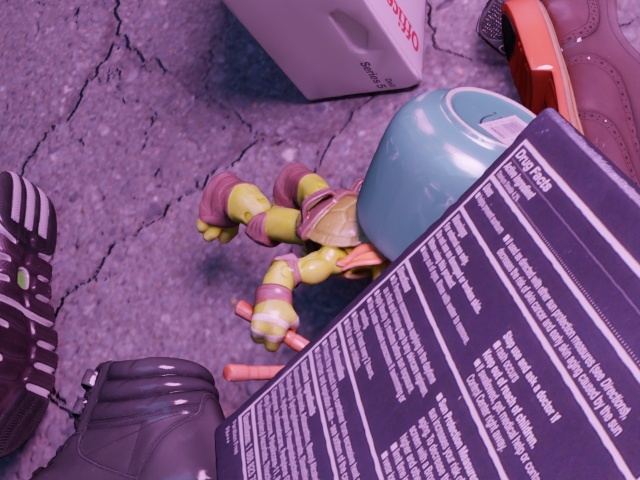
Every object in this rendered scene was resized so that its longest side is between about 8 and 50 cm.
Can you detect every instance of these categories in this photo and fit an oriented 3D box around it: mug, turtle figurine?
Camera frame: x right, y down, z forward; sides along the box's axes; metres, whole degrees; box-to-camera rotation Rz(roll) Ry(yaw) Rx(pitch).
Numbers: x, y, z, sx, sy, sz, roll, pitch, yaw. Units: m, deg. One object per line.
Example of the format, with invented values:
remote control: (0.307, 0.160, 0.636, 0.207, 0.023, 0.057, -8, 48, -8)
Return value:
mug: (0.099, -0.049, 0.704, 0.158, 0.129, 0.097, -91, 19, -53)
turtle figurine: (0.000, 0.000, 0.759, 0.269, 0.087, 0.217, -27, 32, -29)

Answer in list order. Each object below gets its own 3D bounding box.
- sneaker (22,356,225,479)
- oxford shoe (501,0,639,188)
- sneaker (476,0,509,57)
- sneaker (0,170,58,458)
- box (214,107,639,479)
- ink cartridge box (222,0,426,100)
sneaker: (-0.191, 0.186, 0.828, 0.295, 0.104, 0.147, -21, 54, 16)
oxford shoe: (0.212, -0.070, 0.738, 0.098, 0.097, 0.271, -15, 69, 1)
sneaker: (0.179, -0.232, 0.833, 0.072, 0.077, 0.178, 30, 84, 34)
sneaker: (-0.328, 0.081, 0.946, 0.162, 0.106, 0.281, -20, 50, 23)
box: (0.111, 0.132, 0.535, 0.294, 0.182, 0.296, -46, 23, 14)
ink cartridge box: (0.009, -0.284, 0.868, 0.114, 0.198, 0.273, -6, 66, 25)
